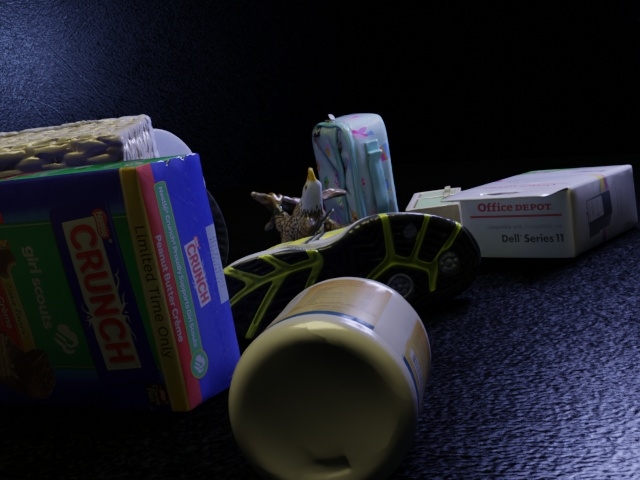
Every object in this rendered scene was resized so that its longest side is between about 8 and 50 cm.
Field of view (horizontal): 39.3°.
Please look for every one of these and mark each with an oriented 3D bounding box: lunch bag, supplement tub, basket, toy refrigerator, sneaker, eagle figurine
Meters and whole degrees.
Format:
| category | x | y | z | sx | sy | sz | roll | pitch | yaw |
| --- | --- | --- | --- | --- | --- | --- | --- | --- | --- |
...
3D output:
| category | x | y | z | sx | sy | sz | roll | pitch | yaw |
| --- | --- | --- | --- | --- | --- | --- | --- | --- | --- |
| lunch bag | 0.071 | -0.119 | 1.788 | 0.108 | 0.279 | 0.224 | -14 | 12 | -13 |
| supplement tub | 0.017 | 0.111 | 0.746 | 0.144 | 0.144 | 0.200 | -6 | 8 | 13 |
| basket | -0.422 | -0.016 | 1.431 | 0.331 | 0.328 | 0.266 | -8 | 10 | 0 |
| toy refrigerator | 0.233 | -0.048 | 1.787 | 0.102 | 0.094 | 0.269 | -7 | 8 | 11 |
| sneaker | 0.033 | 0.035 | 1.261 | 0.385 | 0.145 | 0.147 | -8 | 8 | -7 |
| eagle figurine | -0.003 | -0.009 | 1.487 | 0.226 | 0.225 | 0.298 | -40 | 38 | -6 |

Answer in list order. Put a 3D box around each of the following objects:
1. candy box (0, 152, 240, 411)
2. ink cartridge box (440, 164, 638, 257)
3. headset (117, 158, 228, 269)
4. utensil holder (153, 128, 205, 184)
| category | x | y | z | sx | sy | sz | roll | pitch | yaw |
| --- | --- | --- | --- | --- | --- | --- | --- | --- | --- |
| candy box | -0.268 | 0.050 | 1.015 | 0.317 | 0.268 | 0.122 | -4 | 13 | 27 |
| ink cartridge box | 0.380 | -0.046 | 1.537 | 0.207 | 0.119 | 0.353 | -1 | 10 | 40 |
| headset | -0.321 | 0.049 | 1.256 | 0.394 | 0.243 | 0.185 | -36 | 16 | -18 |
| utensil holder | -0.486 | -0.078 | 1.943 | 0.385 | 0.327 | 0.327 | 0 | 11 | 32 |
